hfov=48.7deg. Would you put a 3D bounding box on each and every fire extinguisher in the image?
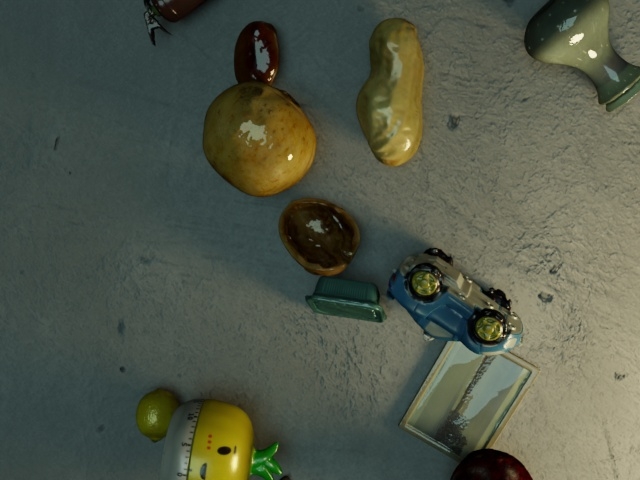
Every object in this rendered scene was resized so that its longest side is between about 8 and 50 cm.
[{"bbox_3d":[-0.273,-0.585,1.621,0.341,0.105,0.141,-33,87,10],"label":"fire extinguisher"}]

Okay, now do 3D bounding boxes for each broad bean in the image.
[{"bbox_3d":[-0.145,-0.415,1.622,0.114,0.084,0.165,9,102,39],"label":"broad bean"}]

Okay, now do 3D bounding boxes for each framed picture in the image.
[{"bbox_3d":[0.338,0.363,1.630,0.213,0.016,0.289,30,101,8],"label":"framed picture"}]

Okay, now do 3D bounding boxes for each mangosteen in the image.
[{"bbox_3d":[0.380,0.560,1.549,0.209,0.210,0.210,1,96,12],"label":"mangosteen"}]

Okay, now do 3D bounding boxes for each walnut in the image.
[{"bbox_3d":[-0.001,0.000,1.620,0.167,0.087,0.211,-33,63,-14],"label":"walnut"}]

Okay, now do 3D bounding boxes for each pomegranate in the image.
[{"bbox_3d":[-0.134,-0.223,1.561,0.260,0.260,0.261,1,96,12],"label":"pomegranate"}]

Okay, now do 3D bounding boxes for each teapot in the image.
[{"bbox_3d":[0.548,-0.390,1.440,0.183,0.183,0.251,-44,96,13],"label":"teapot"}]

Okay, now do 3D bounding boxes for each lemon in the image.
[{"bbox_3d":[-0.403,0.433,1.751,0.109,0.109,0.133,-1,81,12],"label":"lemon"}]

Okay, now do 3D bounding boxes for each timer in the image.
[{"bbox_3d":[-0.219,0.509,1.650,0.285,0.285,0.285,1,96,12],"label":"timer"}]

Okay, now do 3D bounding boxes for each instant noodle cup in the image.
[{"bbox_3d":[0.063,0.131,1.609,0.179,0.157,0.070,8,75,11],"label":"instant noodle cup"}]

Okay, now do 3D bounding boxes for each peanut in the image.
[{"bbox_3d":[0.152,-0.321,1.540,0.147,0.147,0.319,3,99,12],"label":"peanut"}]

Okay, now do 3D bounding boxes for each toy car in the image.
[{"bbox_3d":[0.288,0.150,1.535,0.314,0.198,0.166,35,112,6],"label":"toy car"}]

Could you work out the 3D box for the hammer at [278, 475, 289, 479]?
[{"bbox_3d":[-0.179,0.684,1.772,0.292,0.029,0.058,-36,85,15],"label":"hammer"}]
